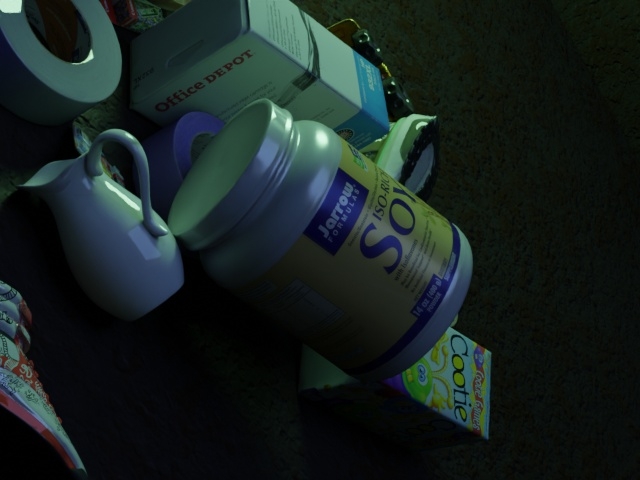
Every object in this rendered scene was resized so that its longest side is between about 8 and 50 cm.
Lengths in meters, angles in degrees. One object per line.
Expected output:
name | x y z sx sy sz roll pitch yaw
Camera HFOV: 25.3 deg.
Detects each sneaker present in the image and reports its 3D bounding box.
sneaker | 0.028 -0.048 2.162 0.410 0.182 0.158 -51 143 -36
sneaker | -0.319 0.146 1.494 0.270 0.090 0.145 48 35 -19

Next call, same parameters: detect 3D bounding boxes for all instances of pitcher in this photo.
pitcher | -0.235 -0.020 1.669 0.207 0.178 0.125 56 39 -10

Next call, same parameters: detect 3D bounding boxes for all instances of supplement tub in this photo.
supplement tub | 0.000 0.000 1.785 0.331 0.241 0.241 36 38 -22

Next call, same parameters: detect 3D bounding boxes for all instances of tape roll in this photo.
tape roll | -0.352 -0.255 1.783 0.219 0.072 0.219 38 38 -37
tape roll | -0.161 -0.074 1.927 0.189 0.080 0.189 36 39 -37

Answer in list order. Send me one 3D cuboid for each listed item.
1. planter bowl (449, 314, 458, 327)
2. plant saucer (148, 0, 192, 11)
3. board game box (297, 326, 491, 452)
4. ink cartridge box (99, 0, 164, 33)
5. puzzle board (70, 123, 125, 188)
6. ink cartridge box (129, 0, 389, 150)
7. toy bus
planter bowl | 0.145 0.110 2.227 0.162 0.109 0.162 37 38 -36
plant saucer | -0.249 -0.393 2.051 0.198 0.036 0.198 37 23 -19
board game box | 0.112 0.192 2.055 0.275 0.144 0.142 31 54 -42
ink cartridge box | -0.271 -0.332 2.012 0.115 0.029 0.063 12 56 -54
puzzle board | -0.274 -0.097 1.775 0.096 0.011 0.128 50 1 -21
ink cartridge box | -0.086 -0.216 2.013 0.307 0.223 0.129 31 42 -42
toy bus | 0.071 -0.246 2.381 0.220 0.149 0.211 61 17 3
